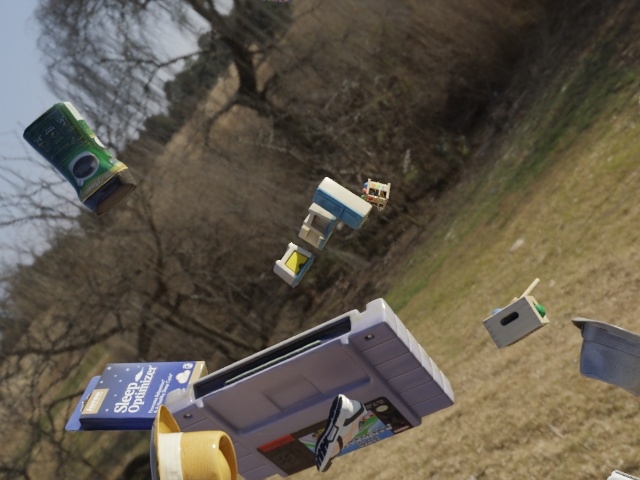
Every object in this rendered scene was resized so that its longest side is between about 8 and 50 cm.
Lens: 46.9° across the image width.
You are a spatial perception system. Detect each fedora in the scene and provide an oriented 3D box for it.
[{"bbox_3d":[-0.135,0.271,0.835,0.079,0.195,0.194,-11,14,-3],"label":"fedora"},{"bbox_3d":[0.654,0.262,1.615,0.275,0.243,0.124,24,-93,-82],"label":"fedora"}]

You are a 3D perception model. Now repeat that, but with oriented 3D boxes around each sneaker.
[{"bbox_3d":[0.025,0.247,0.924,0.040,0.043,0.109,-120,50,-63],"label":"sneaker"}]

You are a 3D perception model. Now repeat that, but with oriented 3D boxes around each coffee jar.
[{"bbox_3d":[-0.392,-0.132,1.214,0.096,0.184,0.079,-40,6,-3],"label":"coffee jar"}]

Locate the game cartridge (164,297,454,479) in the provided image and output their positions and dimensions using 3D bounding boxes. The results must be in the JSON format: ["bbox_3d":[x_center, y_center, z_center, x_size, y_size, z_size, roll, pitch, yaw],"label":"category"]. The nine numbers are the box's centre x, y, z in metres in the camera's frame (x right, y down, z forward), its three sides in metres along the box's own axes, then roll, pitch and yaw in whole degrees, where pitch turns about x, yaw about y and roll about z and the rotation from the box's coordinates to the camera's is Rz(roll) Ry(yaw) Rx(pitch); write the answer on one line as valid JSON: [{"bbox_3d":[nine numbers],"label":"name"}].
[{"bbox_3d":[-0.012,0.231,1.049,0.355,0.230,0.068,-26,34,18],"label":"game cartridge"}]

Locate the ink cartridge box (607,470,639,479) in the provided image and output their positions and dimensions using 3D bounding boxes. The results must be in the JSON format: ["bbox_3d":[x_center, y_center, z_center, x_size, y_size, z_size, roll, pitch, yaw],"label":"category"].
[{"bbox_3d":[0.584,0.542,1.282,0.114,0.272,0.197,8,70,52],"label":"ink cartridge box"}]

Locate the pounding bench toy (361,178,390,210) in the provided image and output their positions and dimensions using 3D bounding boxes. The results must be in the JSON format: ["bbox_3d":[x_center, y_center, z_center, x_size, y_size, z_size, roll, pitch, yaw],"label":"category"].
[{"bbox_3d":[0.138,-0.110,1.910,0.083,0.065,0.052,104,178,-55],"label":"pounding bench toy"}]

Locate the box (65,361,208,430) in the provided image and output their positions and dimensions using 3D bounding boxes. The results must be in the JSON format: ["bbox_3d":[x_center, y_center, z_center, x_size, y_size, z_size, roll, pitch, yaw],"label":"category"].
[{"bbox_3d":[-0.321,0.269,1.280,0.225,0.037,0.136,-4,33,11],"label":"box"}]

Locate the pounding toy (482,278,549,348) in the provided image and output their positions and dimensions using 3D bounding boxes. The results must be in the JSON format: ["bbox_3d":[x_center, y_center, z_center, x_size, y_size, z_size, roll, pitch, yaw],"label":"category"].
[{"bbox_3d":[0.442,0.161,1.639,0.141,0.100,0.130,-36,-18,18],"label":"pounding toy"}]

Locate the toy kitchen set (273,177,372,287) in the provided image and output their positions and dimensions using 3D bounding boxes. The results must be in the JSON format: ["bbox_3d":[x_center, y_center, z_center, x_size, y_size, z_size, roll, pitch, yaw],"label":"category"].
[{"bbox_3d":[0.000,0.000,1.636,0.166,0.122,0.207,-55,-6,-33],"label":"toy kitchen set"}]
